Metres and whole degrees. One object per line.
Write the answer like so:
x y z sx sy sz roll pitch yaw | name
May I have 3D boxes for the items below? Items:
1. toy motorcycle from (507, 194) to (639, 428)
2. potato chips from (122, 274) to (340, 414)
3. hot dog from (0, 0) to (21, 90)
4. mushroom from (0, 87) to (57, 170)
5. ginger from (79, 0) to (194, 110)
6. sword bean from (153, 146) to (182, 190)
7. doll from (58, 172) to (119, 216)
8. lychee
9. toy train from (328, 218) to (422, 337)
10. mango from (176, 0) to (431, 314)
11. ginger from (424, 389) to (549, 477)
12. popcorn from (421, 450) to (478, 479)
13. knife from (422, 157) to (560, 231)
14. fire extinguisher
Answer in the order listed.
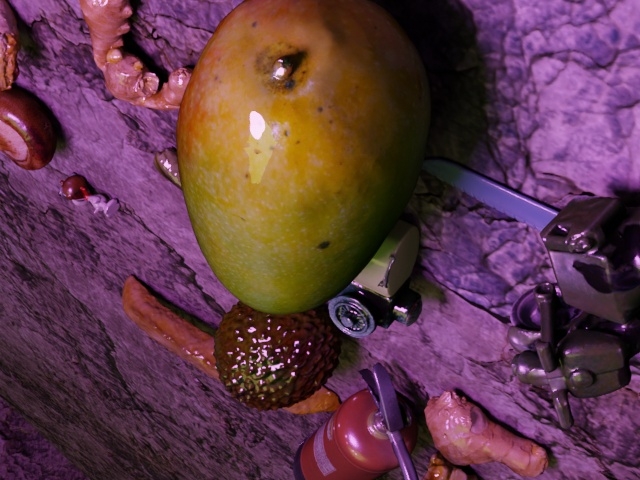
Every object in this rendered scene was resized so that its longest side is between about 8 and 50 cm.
0.252 0.045 0.832 0.275 0.127 0.205 5 132 40 | toy motorcycle
-0.156 0.169 1.586 0.407 0.080 0.057 27 140 18 | potato chips
-0.389 -0.252 1.229 0.078 0.061 0.169 -28 86 52 | hot dog
-0.402 -0.144 1.381 0.127 0.087 0.127 32 155 17 | mushroom
-0.211 -0.204 1.103 0.193 0.052 0.176 38 147 -2 | ginger
-0.094 -0.018 1.267 0.269 0.038 0.043 40 158 -2 | sword bean
-0.327 -0.061 1.474 0.085 0.040 0.058 22 161 36 | doll
-0.054 0.137 1.343 0.171 0.171 0.171 28 151 17 | lychee
0.000 0.000 1.133 0.253 0.105 0.157 26 136 22 | toy train
-0.014 -0.064 0.901 0.201 0.225 0.382 14 152 8 | mango
0.198 0.255 1.304 0.165 0.067 0.096 33 131 9 | ginger
0.168 0.354 1.465 0.109 0.097 0.089 -17 125 41 | popcorn
0.221 -0.010 0.937 0.313 0.019 0.044 29 154 21 | knife
0.074 0.306 1.462 0.200 0.113 0.376 49 154 10 | fire extinguisher
